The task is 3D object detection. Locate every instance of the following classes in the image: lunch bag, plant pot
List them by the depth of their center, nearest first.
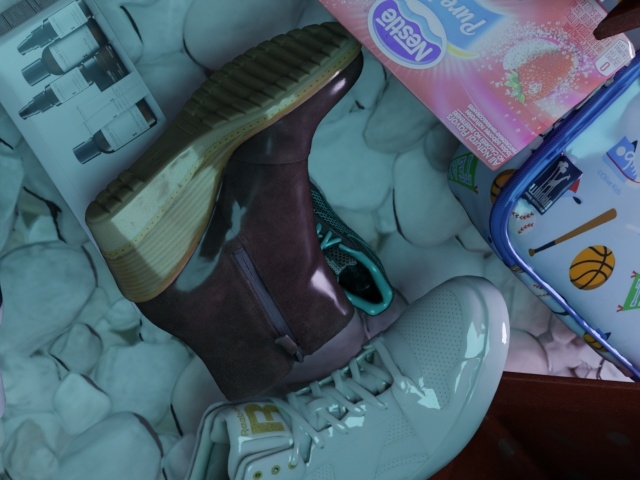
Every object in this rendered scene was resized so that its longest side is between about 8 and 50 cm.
[{"bbox_3d":[0.258,-0.040,1.566,0.243,0.115,0.303,-44,128,4],"label":"lunch bag"},{"bbox_3d":[0.223,0.281,1.591,0.236,0.267,0.267,49,53,-46],"label":"plant pot"}]

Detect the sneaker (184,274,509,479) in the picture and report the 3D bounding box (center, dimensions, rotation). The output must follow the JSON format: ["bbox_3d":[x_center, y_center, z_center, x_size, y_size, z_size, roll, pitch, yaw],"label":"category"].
[{"bbox_3d":[0.010,0.138,1.529,0.169,0.108,0.292,14,120,-41],"label":"sneaker"}]

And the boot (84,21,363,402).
[{"bbox_3d":[-0.031,-0.020,1.461,0.248,0.090,0.207,-40,124,-1],"label":"boot"}]

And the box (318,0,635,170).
[{"bbox_3d":[0.069,-0.208,1.399,0.142,0.154,0.300,-40,130,11],"label":"box"}]

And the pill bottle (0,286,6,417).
[{"bbox_3d":[-0.306,0.011,1.398,0.153,0.153,0.265,-14,114,-13],"label":"pill bottle"}]

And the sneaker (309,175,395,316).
[{"bbox_3d":[0.000,0.000,1.537,0.166,0.076,0.065,38,94,-26],"label":"sneaker"}]

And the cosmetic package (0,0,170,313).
[{"bbox_3d":[-0.158,-0.070,1.468,0.099,0.060,0.239,-33,116,-3],"label":"cosmetic package"}]

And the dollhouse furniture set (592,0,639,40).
[{"bbox_3d":[0.296,-0.310,1.435,0.374,0.152,0.201,-40,110,-49],"label":"dollhouse furniture set"}]
